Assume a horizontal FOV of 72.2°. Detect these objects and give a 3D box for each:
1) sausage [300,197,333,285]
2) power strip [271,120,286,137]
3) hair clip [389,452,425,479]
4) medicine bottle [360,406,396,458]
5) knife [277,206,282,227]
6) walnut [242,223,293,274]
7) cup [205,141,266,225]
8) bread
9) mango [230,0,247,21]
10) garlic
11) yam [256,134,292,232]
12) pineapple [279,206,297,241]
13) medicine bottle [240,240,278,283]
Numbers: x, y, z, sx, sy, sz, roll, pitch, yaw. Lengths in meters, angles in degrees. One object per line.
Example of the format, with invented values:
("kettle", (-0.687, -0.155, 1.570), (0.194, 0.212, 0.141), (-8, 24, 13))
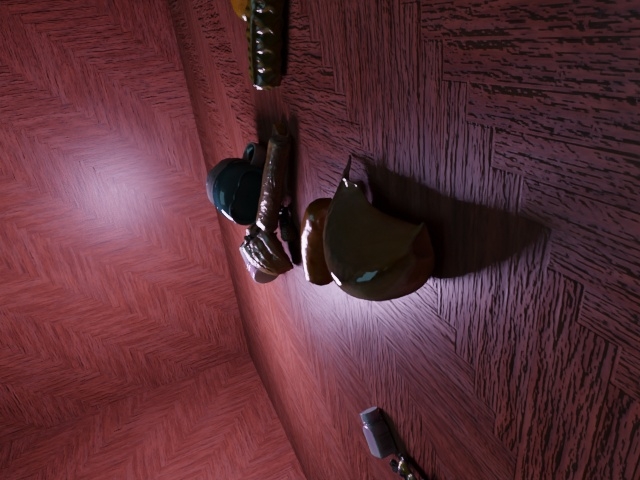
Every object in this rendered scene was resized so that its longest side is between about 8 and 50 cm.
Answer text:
("sausage", (0.001, -0.001, 1.112), (0.271, 0.108, 0.109), (94, 152, -47))
("power strip", (-0.132, -0.295, 1.347), (0.178, 0.028, 0.049), (113, 136, -63))
("hair clip", (0.234, 0.574, 1.028), (0.172, 0.049, 0.116), (32, 149, 51))
("medicine bottle", (0.151, 0.517, 1.184), (0.074, 0.054, 0.118), (128, 122, -68))
("knife", (-0.188, -0.069, 1.686), (0.061, 0.027, 0.343), (59, 159, -2))
("walnut", (-0.196, 0.039, 1.578), (0.204, 0.141, 0.238), (59, 175, -22))
("cup", (-0.270, -0.207, 1.565), (0.257, 0.219, 0.290), (35, 105, 62))
("bread", (-0.138, -0.511, 1.089), (0.270, 0.087, 0.098), (99, 152, -50))
("mango", (-0.204, -0.672, 1.150), (0.115, 0.089, 0.165), (56, 159, 20))
("garlic", (0.095, -0.012, 0.836), (0.196, 0.151, 0.338), (-66, 28, 22))
("yam", (-0.147, -0.171, 1.355), (0.081, 0.081, 0.357), (59, 147, 36))
("pineapple", (-0.112, -0.059, 1.471), (0.058, 0.058, 0.125), (143, 121, -70))
("medicine bottle", (-0.249, 0.081, 1.830), (0.135, 0.135, 0.169), (95, 153, -47))
